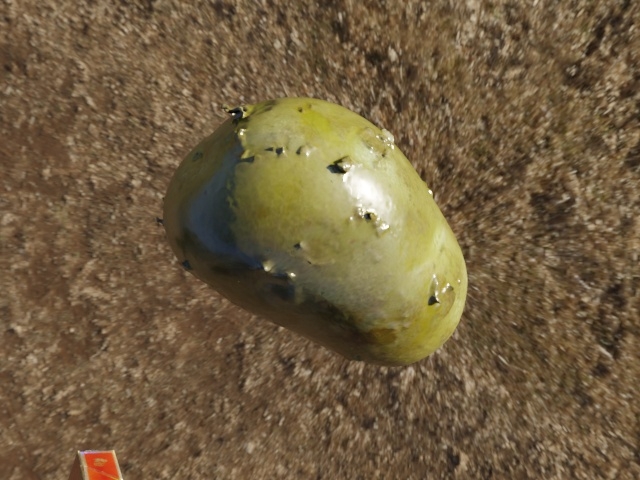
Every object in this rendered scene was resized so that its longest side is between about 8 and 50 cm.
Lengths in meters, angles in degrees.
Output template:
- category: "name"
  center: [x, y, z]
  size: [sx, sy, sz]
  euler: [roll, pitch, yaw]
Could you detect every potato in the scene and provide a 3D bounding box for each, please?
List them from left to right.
- category: "potato"
  center: [0.015, -0.004, 0.908]
  size: [0.359, 0.270, 0.219]
  euler: [31, 53, -16]

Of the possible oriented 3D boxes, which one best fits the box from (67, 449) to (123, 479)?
- category: "box"
  center: [-0.252, 0.336, 0.939]
  size: [0.048, 0.175, 0.112]
  euler: [9, 117, -28]
